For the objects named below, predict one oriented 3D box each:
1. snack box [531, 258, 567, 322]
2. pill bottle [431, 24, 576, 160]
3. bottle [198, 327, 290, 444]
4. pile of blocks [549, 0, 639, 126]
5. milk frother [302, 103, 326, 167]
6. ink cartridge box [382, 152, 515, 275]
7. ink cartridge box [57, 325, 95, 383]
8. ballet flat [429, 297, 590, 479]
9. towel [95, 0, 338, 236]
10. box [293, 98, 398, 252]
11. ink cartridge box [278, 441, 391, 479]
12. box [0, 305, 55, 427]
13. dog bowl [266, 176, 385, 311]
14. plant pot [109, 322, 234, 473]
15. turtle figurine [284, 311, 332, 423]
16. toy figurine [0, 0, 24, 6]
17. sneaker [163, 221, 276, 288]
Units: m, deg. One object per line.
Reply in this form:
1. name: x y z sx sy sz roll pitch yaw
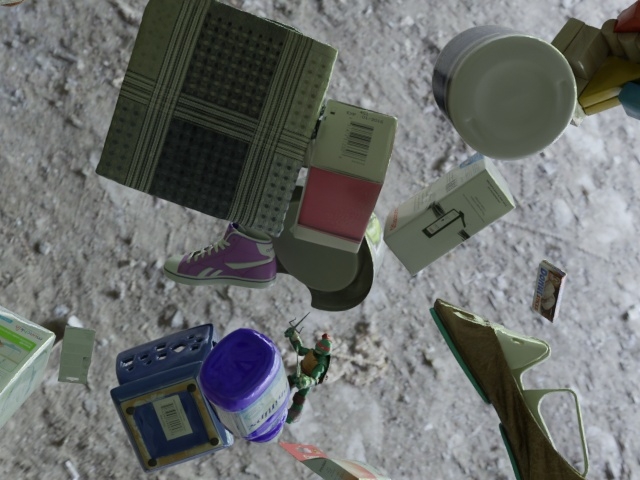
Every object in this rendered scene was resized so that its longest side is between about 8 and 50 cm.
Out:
1. snack box: 0.528 0.119 1.937 0.022 0.178 0.064 -37 55 -22
2. pill bottle: 0.142 -0.128 0.686 0.094 0.094 0.169 38 14 -11
3. bottle: -0.102 0.231 1.234 0.092 0.282 0.118 34 67 21
4. pile of blocks: 0.384 -0.208 0.820 0.113 0.362 0.148 33 40 -51
5. milk frother: -0.040 -0.214 1.830 0.143 0.134 0.129 -25 47 -21
6. ink cartridge box: 0.212 -0.048 1.395 0.086 0.203 0.148 51 18 -11
7. ink cartridge box: -0.512 0.240 1.752 0.063 0.029 0.115 9 92 -17
8. ballet flat: 0.271 0.209 1.107 0.342 0.124 0.116 65 12 22
9. towel: -0.154 -0.203 1.293 0.312 0.056 0.324 19 90 -18
10. box: 0.040 -0.106 1.452 0.127 0.232 0.148 15 59 -1
11. ink cartridge box: 0.028 0.413 1.561 0.179 0.045 0.145 31 2 33
12. box: -0.583 0.186 1.261 0.262 0.126 0.231 26 34 1
13. dog bowl: 0.000 0.000 2.017 0.348 0.349 0.102 49 45 -2
14. plant pot: -0.306 0.343 1.780 0.236 0.212 0.235 -18 105 1
15. turtle figurine: -0.036 0.292 1.902 0.118 0.234 0.175 19 22 -18
16. toy figurine: -0.334 -0.342 0.810 0.210 0.213 0.148 34 10 -17
17. sneaker: -0.245 0.023 2.009 0.282 0.161 0.102 1 28 7
